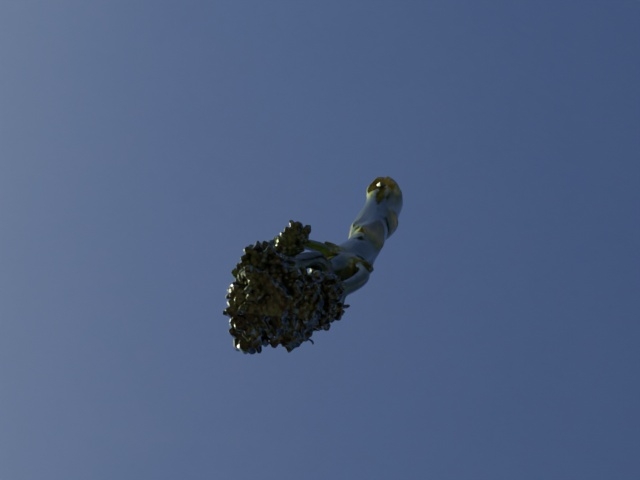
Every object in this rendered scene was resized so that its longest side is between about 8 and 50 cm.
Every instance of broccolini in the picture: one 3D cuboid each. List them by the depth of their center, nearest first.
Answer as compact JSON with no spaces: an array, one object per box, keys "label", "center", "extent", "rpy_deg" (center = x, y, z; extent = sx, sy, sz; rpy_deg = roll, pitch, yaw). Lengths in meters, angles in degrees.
[{"label":"broccolini","center":[0.005,-0.003,1.219],"extent":[0.078,0.392,0.074],"rpy_deg":[-4,-77,10]}]
